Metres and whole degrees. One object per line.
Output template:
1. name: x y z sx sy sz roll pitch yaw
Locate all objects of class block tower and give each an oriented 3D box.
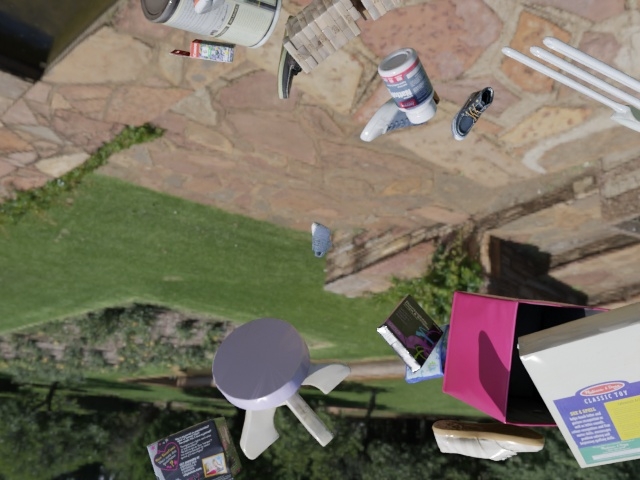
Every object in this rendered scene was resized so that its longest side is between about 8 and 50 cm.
1. block tower: 0.071 -0.510 1.315 0.335 0.097 0.091 -34 129 16

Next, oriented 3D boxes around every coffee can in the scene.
1. coffee can: -0.259 -0.587 1.455 0.275 0.201 0.201 2 167 -40

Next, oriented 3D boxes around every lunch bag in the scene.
1. lunch bag: 0.304 0.318 1.666 0.129 0.151 0.096 -26 113 43

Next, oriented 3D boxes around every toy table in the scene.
1. toy table: -0.078 0.268 1.146 0.161 0.252 0.274 57 176 -23

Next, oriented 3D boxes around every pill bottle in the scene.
1. pill bottle: 0.235 -0.401 1.604 0.108 0.108 0.180 -9 134 34

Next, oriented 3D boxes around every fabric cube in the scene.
1. fabric cube: 0.460 0.258 1.376 0.259 0.254 0.258 7 177 -17

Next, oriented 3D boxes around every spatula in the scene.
1. spatula: 0.307 -0.147 0.629 0.242 0.019 0.168 22 -167 -8

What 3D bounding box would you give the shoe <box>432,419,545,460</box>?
1. shoe: 0.320 0.386 1.171 0.219 0.058 0.076 -6 178 38

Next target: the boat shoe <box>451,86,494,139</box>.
1. boat shoe: 0.466 -0.394 1.873 0.065 0.183 0.083 34 158 -16

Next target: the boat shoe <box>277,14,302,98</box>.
1. boat shoe: -0.069 -0.486 1.629 0.073 0.223 0.080 8 177 1

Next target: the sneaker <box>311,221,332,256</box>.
1. sneaker: 0.000 0.000 1.806 0.053 0.061 0.152 20 155 22

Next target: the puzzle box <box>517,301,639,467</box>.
1. puzzle box: 0.540 0.196 0.909 0.409 0.052 0.272 -22 115 25

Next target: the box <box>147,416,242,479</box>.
1. box: -0.291 0.510 1.440 0.163 0.142 0.247 -20 166 -8

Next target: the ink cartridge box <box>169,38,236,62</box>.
1. ink cartridge box: -0.217 -0.355 1.135 0.115 0.029 0.063 6 -157 -6

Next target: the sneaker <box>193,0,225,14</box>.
1. sneaker: -0.153 -0.386 0.870 0.061 0.065 0.158 -32 -175 -38

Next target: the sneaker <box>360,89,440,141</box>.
1. sneaker: 0.259 -0.391 1.923 0.123 0.290 0.106 48 171 7

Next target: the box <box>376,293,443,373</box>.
1. box: 0.190 0.190 1.276 0.029 0.116 0.162 -43 176 31
